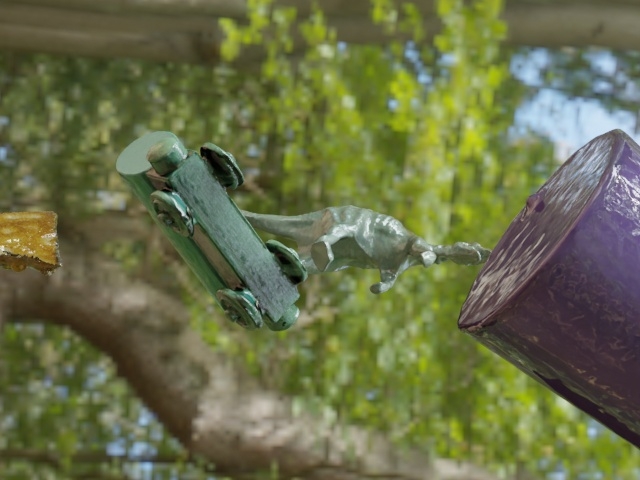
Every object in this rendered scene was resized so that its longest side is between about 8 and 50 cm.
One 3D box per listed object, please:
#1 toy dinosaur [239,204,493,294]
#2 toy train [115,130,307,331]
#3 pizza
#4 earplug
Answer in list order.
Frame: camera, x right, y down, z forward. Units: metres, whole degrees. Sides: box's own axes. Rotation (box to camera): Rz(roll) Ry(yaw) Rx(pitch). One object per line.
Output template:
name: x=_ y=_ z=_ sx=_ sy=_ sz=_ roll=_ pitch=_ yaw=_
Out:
toy dinosaur: x=0.000 y=0.000 z=2.021 sx=0.393 sy=0.205 sz=0.092 roll=14 pitch=-66 yaw=26
toy train: x=-0.114 y=-0.009 z=1.740 sx=0.159 sy=0.101 sz=0.248 roll=18 pitch=-33 yaw=56
pizza: x=-0.346 y=0.006 z=1.966 sx=0.176 sy=0.185 sz=0.036 roll=21 pitch=-66 yaw=31
earplug: x=0.352 y=0.123 z=1.438 sx=0.215 sy=0.456 sz=0.215 roll=-51 pitch=-174 yaw=7
